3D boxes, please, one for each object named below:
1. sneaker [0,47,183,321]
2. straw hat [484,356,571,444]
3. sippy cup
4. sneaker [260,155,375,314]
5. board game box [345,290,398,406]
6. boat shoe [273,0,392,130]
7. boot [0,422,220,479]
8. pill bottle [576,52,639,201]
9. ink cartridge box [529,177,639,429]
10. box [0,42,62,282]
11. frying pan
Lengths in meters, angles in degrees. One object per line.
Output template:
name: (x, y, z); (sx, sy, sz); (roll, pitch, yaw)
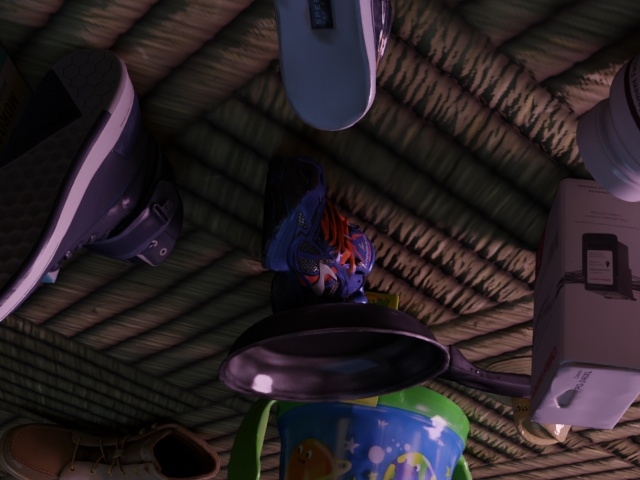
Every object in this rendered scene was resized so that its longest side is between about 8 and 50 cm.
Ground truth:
sneaker: (-0.177, 0.004, 0.606); (0.086, 0.226, 0.163); (21, 155, 19)
straw hat: (0.233, 0.181, 0.922); (0.145, 0.061, 0.144); (7, 148, 4)
sippy cup: (0.048, 0.302, 1.013); (0.306, 0.224, 0.240); (8, 149, 2)
sneaker: (0.000, 0.000, 0.695); (0.087, 0.083, 0.221); (-1, 156, 1)
board game box: (0.021, 0.109, 0.881); (0.092, 0.043, 0.181); (8, 148, 2)
boat shoe: (0.004, -0.155, 0.454); (0.065, 0.083, 0.183); (4, 121, 9)
boot: (-0.293, 0.300, 1.223); (0.262, 0.095, 0.203); (27, 145, -29)
pill bottle: (0.219, -0.082, 0.482); (0.086, 0.086, 0.152); (23, 146, -20)
ink cartridge box: (0.193, 0.048, 0.635); (0.063, 0.150, 0.109); (7, 148, 5)
box: (-0.245, -0.073, 0.610); (0.060, 0.100, 0.244); (2, 148, 12)
frying pan: (0.075, 0.096, 0.754); (0.326, 0.053, 0.197); (-4, 154, -1)
